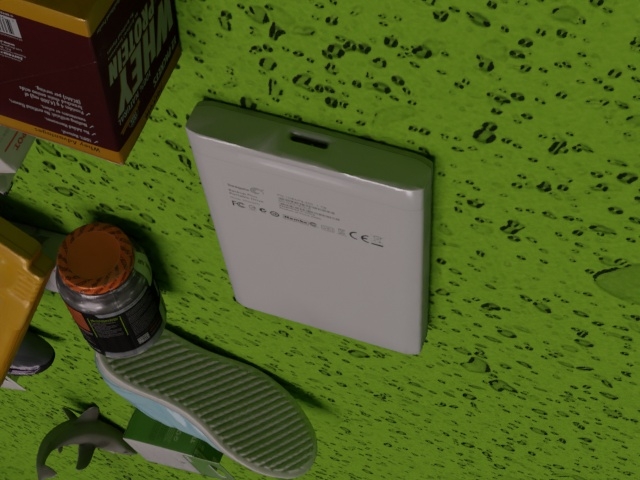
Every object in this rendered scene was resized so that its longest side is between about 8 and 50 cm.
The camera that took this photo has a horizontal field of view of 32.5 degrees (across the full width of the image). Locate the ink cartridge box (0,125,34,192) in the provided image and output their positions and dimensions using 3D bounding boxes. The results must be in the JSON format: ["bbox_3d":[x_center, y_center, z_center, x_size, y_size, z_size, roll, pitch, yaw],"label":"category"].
[{"bbox_3d":[-0.325,-0.144,1.053,0.067,0.115,0.198,3,148,34],"label":"ink cartridge box"}]

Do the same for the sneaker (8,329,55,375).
[{"bbox_3d":[-0.549,0.152,1.817,0.223,0.083,0.098,19,149,8],"label":"sneaker"}]

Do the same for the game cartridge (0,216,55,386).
[{"bbox_3d":[-0.521,0.050,1.478,0.285,0.053,0.324,33,134,-2],"label":"game cartridge"}]

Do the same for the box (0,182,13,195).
[{"bbox_3d":[-0.416,-0.091,1.329,0.067,0.018,0.083,17,153,11],"label":"box"}]

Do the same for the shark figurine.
[{"bbox_3d":[-0.472,0.374,2.115,0.166,0.278,0.116,47,115,13],"label":"shark figurine"}]

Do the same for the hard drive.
[{"bbox_3d":[0.000,0.000,1.146,0.232,0.047,0.353,16,152,13],"label":"hard drive"}]

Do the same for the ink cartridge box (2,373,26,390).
[{"bbox_3d":[-0.614,0.216,2.002,0.181,0.062,0.104,4,148,33],"label":"ink cartridge box"}]

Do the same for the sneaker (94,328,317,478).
[{"bbox_3d":[-0.172,0.236,1.647,0.366,0.135,0.150,35,160,-6],"label":"sneaker"}]

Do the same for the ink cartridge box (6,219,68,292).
[{"bbox_3d":[-0.372,0.026,1.474,0.122,0.052,0.088,14,153,19],"label":"ink cartridge box"}]

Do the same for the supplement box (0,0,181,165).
[{"bbox_3d":[-0.230,-0.188,0.881,0.191,0.129,0.194,18,153,7],"label":"supplement box"}]

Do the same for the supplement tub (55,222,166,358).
[{"bbox_3d":[-0.265,0.063,1.389,0.117,0.117,0.190,17,153,11],"label":"supplement tub"}]

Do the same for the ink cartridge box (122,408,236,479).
[{"bbox_3d":[-0.247,0.381,2.024,0.209,0.062,0.109,9,150,25],"label":"ink cartridge box"}]
